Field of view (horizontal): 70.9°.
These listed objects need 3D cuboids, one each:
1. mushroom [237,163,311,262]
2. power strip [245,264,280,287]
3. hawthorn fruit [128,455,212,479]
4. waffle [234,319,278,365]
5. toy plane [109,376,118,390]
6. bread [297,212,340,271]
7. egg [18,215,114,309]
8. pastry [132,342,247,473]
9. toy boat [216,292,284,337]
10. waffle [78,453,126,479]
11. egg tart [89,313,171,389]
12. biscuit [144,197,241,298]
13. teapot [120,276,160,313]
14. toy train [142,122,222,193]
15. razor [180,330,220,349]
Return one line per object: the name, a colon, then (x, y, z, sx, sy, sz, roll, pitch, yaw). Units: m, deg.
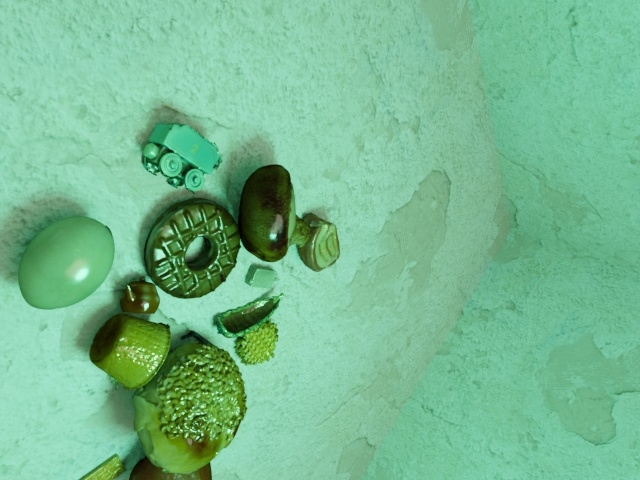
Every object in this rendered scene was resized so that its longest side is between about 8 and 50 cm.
mushroom: (-0.140, -0.085, 1.491, 0.259, 0.345, 0.346, 4, 109, -12)
power strip: (-0.212, 0.142, 1.717, 0.175, 0.042, 0.075, 16, 97, -52)
hawthorn fruit: (-0.505, 0.829, 1.531, 0.294, 0.311, 0.295, -12, 129, -15)
waffle: (-0.250, 0.400, 1.785, 0.193, 0.070, 0.197, -17, 118, -43)
toy plane: (-0.622, 0.411, 1.395, 0.111, 0.040, 0.103, 46, 54, -50)
bread: (-0.009, 0.006, 1.815, 0.190, 0.123, 0.244, -38, 132, -28)
egg: (-0.619, 0.055, 1.102, 0.253, 0.186, 0.186, -53, 139, -16)
pastry: (-0.401, 0.526, 1.451, 0.409, 0.244, 0.410, 38, 44, -47)
toy boat: (-0.261, 0.284, 1.688, 0.292, 0.108, 0.099, -23, 151, -39)
waffle: (-0.718, 0.776, 1.482, 0.135, 0.021, 0.092, -32, 130, -35)
egg tart: (-0.549, 0.313, 1.310, 0.171, 0.215, 0.215, 44, 74, -38)
biscuit: (-0.394, 0.027, 1.410, 0.332, 0.103, 0.332, -25, 127, -39)
teapot: (-0.530, 0.162, 1.333, 0.116, 0.116, 0.173, -62, 167, -5)
toy train: (-0.394, -0.237, 1.276, 0.203, 0.112, 0.163, 35, 75, -51)
razor: (-0.415, 0.362, 1.609, 0.066, 0.033, 0.190, -19, 142, 15)
